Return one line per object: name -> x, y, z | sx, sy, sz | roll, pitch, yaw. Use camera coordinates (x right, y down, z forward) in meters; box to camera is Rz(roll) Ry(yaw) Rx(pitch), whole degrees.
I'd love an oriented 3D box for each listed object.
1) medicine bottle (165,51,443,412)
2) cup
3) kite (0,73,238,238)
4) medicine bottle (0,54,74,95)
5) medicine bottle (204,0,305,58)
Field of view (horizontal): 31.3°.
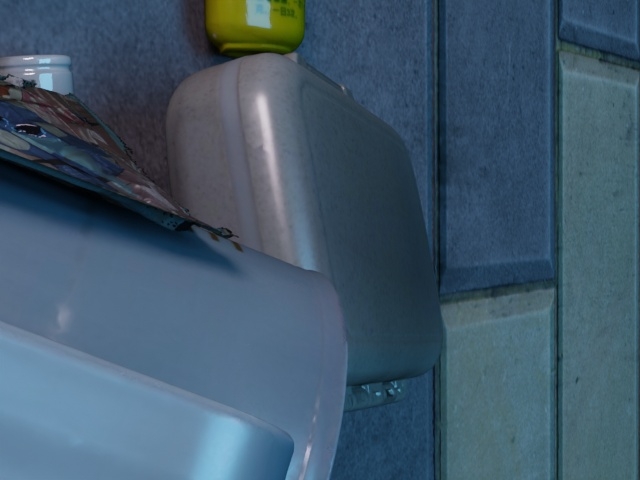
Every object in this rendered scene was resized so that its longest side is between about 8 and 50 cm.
medicine bottle -> 0.000, 0.000, 0.940 | 0.375, 0.123, 0.282 | 14, 66, -70
cup -> -0.178, 0.091, 0.540 | 0.311, 0.331, 0.256 | 24, 105, -18
kite -> -0.198, -0.078, 0.580 | 0.014, 0.368, 0.406 | -65, 166, 7
medicine bottle -> -0.199, -0.085, 0.800 | 0.057, 0.057, 0.089 | -13, 102, -54
medicine bottle -> -0.056, -0.311, 0.980 | 0.111, 0.076, 0.309 | -2, 93, -61
